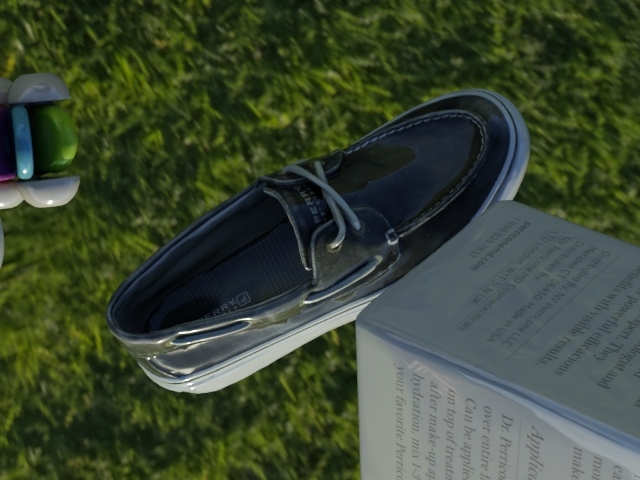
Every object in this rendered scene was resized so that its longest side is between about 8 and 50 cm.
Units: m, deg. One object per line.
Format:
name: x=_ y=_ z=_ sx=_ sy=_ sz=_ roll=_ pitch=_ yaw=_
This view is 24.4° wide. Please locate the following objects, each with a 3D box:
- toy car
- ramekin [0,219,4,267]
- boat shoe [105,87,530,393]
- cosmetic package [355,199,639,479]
toy car: x=-0.378 y=-0.115 z=1.757 sx=0.136 sy=0.182 sz=0.159 roll=-13 pitch=101 yaw=-57
ramekin: x=-0.450 y=-0.024 z=1.569 sx=0.127 sy=0.273 sz=0.273 roll=-32 pitch=131 yaw=-38
boat shoe: x=0.000 y=0.000 z=1.050 sx=0.335 sy=0.121 sz=0.119 roll=-36 pitch=156 yaw=6
cosmetic package: x=0.244 y=0.170 z=0.806 sx=0.161 sy=0.453 sz=0.230 roll=-36 pitch=137 yaw=-39
